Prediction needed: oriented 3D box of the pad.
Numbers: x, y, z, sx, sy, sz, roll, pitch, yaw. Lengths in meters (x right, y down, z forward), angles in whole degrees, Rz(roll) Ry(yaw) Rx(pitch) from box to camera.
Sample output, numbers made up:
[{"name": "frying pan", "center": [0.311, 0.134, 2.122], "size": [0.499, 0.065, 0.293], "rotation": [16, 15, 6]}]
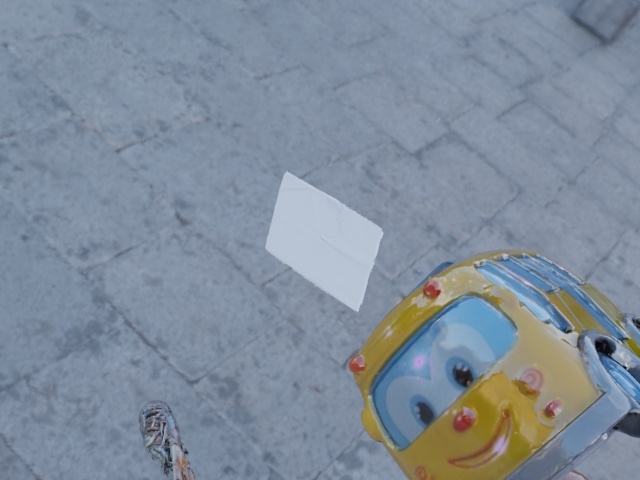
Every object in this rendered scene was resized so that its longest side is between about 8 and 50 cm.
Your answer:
[{"name": "pad", "center": [0.000, 0.000, 1.359], "size": [0.232, 0.156, 0.004], "rotation": [33, 28, 34]}]

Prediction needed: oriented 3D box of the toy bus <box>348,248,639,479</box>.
[{"name": "toy bus", "center": [0.107, 0.075, 0.465], "size": [0.136, 0.126, 0.209], "rotation": [49, 23, 19]}]

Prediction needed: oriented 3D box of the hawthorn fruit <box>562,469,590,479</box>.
[{"name": "hawthorn fruit", "center": [0.425, 0.591, 1.716], "size": [0.298, 0.277, 0.277], "rotation": [-4, 47, -18]}]

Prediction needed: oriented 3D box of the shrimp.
[{"name": "shrimp", "center": [-0.110, 0.149, 0.595], "size": [0.029, 0.038, 0.092], "rotation": [-26, 56, -16]}]
